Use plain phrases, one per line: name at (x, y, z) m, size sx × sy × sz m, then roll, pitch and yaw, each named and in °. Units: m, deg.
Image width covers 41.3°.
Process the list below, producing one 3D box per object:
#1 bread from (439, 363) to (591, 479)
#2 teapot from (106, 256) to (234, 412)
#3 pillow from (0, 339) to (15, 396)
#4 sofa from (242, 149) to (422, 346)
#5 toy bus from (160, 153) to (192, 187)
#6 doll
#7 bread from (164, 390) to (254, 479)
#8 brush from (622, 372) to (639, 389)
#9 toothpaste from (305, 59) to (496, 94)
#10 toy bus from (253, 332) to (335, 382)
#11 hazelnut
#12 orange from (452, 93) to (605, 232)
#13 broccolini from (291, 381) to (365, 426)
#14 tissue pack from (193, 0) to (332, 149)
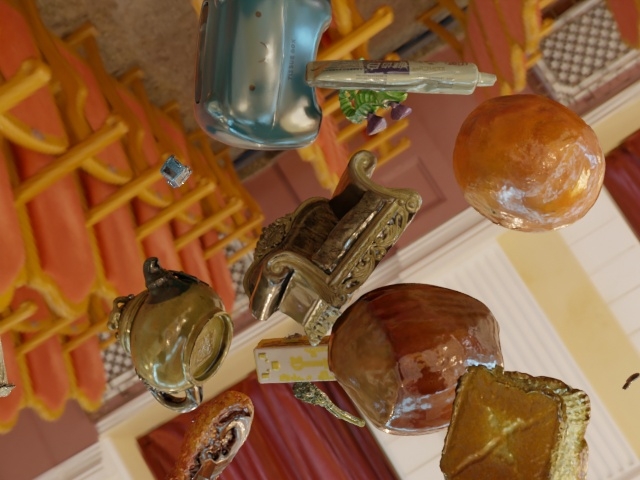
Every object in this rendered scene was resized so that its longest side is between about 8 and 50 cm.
bread at (0.184, 0.190, 0.794) m, size 0.127 × 0.140 × 0.069 m, roll 11°, pitch -178°, yaw 44°
teapot at (-0.243, 0.150, 1.324) m, size 0.173 × 0.182 × 0.270 m, roll -42°, pitch 143°, yaw -52°
pillow at (-0.392, 0.074, 0.882) m, size 0.053 × 0.208 × 0.119 m, roll -19°, pitch 174°, yaw 38°
sofa at (0.000, 0.000, 1.252) m, size 0.258 × 0.182 × 0.200 m, roll -51°, pitch 176°, yaw -23°
toy bus at (-0.263, -0.124, 1.540) m, size 0.046 × 0.038 × 0.083 m, roll -53°, pitch 179°, yaw -6°
doll at (0.079, -0.227, 1.342) m, size 0.050 × 0.115 × 0.190 m, roll -24°, pitch 180°, yaw -26°
bread at (-0.233, 0.428, 1.742) m, size 0.139 × 0.095 × 0.269 m, roll 38°, pitch 80°, yaw -41°
brush at (0.504, 0.229, 1.382) m, size 0.024 × 0.008 × 0.083 m, roll -29°, pitch 172°, yaw 32°
toothpaste at (0.097, -0.199, 1.027) m, size 0.233 × 0.060 × 0.038 m, roll 2°, pitch 128°, yaw -4°
toy bus at (-0.007, 0.209, 1.536) m, size 0.226 × 0.081 × 0.074 m, roll -4°, pitch -170°, yaw 19°
hazelnut at (0.110, 0.129, 1.024) m, size 0.210 × 0.186 × 0.210 m, roll -42°, pitch -153°, yaw 27°
orange at (0.381, -0.139, 1.577) m, size 0.226 × 0.283 × 0.284 m, roll -57°, pitch 177°, yaw -14°
broccolini at (0.022, 0.365, 1.870) m, size 0.054 × 0.239 × 0.051 m, roll -5°, pitch -125°, yaw 41°
tissue pack at (-0.109, -0.296, 1.401) m, size 0.206 × 0.288 × 0.198 m, roll 5°, pitch -176°, yaw -31°
